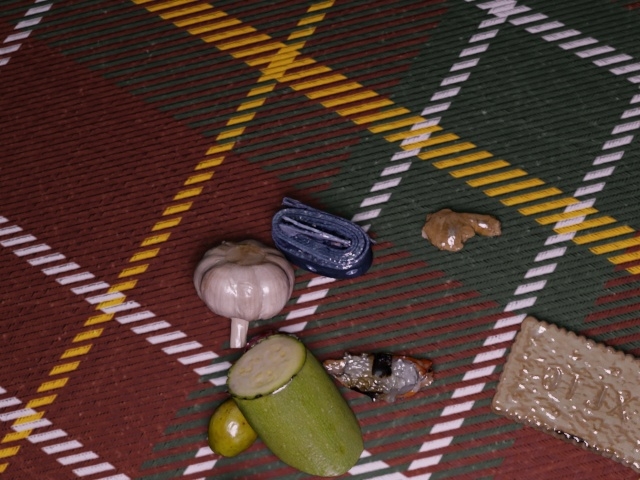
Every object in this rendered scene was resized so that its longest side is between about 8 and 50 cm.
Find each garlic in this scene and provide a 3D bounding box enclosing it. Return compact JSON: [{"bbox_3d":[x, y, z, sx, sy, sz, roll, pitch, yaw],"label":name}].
[{"bbox_3d":[-0.159,0.118,1.975,0.218,0.218,0.212,10,114,10],"label":"garlic"}]

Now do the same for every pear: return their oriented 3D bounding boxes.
[{"bbox_3d":[-0.170,0.364,1.904,0.107,0.107,0.131,22,79,13],"label":"pear"}]

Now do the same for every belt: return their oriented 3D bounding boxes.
[{"bbox_3d":[0.000,0.000,1.993,0.218,0.128,0.122,20,76,14],"label":"belt"}]

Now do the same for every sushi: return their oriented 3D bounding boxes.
[{"bbox_3d":[0.112,0.271,1.910,0.226,0.103,0.097,4,89,10],"label":"sushi"}]

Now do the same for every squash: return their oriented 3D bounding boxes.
[{"bbox_3d":[-0.049,0.334,1.891,0.189,0.260,0.189,-22,31,14],"label":"squash"}]

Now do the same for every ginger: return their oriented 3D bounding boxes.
[{"bbox_3d":[0.292,-0.019,1.998,0.165,0.067,0.096,1,50,7],"label":"ginger"}]

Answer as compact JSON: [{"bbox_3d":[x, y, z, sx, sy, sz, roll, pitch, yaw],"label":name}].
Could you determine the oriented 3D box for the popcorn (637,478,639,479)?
[{"bbox_3d":[0.623,0.481,1.802,0.082,0.057,0.083,-15,67,-6],"label":"popcorn"}]

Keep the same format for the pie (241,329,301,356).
[{"bbox_3d":[-0.091,0.254,1.950,0.153,0.038,0.154,1,83,-8],"label":"pie"}]

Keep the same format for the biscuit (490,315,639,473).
[{"bbox_3d":[0.514,0.297,1.881,0.324,0.044,0.217,20,76,13],"label":"biscuit"}]
